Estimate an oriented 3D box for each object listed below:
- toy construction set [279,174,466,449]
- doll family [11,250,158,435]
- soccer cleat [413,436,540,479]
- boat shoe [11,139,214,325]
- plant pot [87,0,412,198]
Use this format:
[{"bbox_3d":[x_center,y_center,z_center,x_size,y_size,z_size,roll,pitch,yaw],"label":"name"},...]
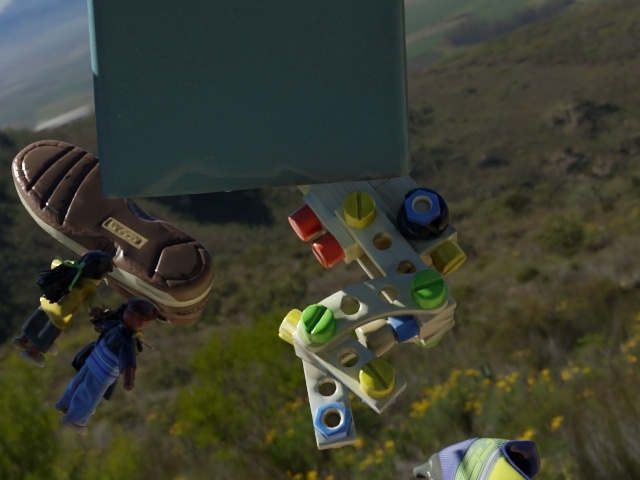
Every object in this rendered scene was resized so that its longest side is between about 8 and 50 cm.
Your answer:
[{"bbox_3d":[0.000,0.000,1.045,0.215,0.328,0.151,-34,-8,-10],"label":"toy construction set"},{"bbox_3d":[-0.180,0.066,0.922,0.111,0.076,0.193,-51,52,6],"label":"doll family"},{"bbox_3d":[0.149,0.227,0.820,0.121,0.093,0.289,-16,24,-2],"label":"soccer cleat"},{"bbox_3d":[-0.214,0.001,1.180,0.257,0.095,0.095,39,60,23],"label":"boat shoe"},{"bbox_3d":[-0.045,-0.169,0.614,0.166,0.234,0.165,-5,36,-4],"label":"plant pot"}]
